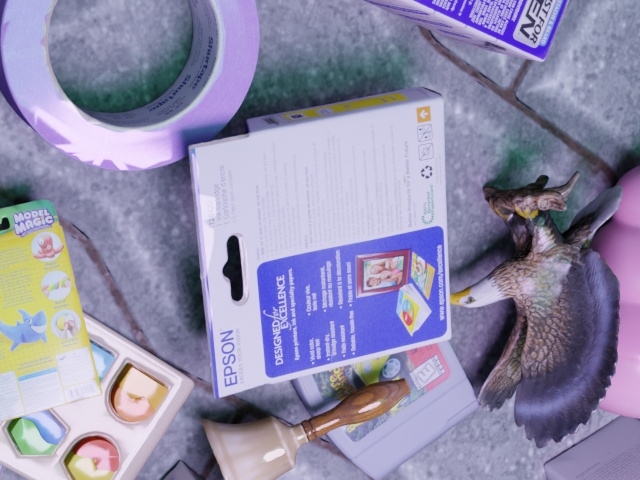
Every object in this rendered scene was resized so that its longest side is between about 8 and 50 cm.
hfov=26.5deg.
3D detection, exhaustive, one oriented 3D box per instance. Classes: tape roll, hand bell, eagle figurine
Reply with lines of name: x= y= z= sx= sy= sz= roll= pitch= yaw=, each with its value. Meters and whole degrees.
tape roll: x=-0.207 y=-0.216 z=1.431 sx=0.275 sy=0.090 sz=0.274 roll=-7 pitch=107 yaw=-22
hand bell: x=-0.007 y=0.220 z=1.607 sx=0.242 sy=0.126 sz=0.126 roll=-23 pitch=114 yaw=-7
eagle figurine: x=0.267 y=0.076 z=1.666 sx=0.226 sy=0.225 sz=0.298 roll=-23 pitch=101 yaw=-54

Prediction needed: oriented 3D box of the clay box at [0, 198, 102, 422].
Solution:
clay box: x=-0.324 y=0.074 z=1.462 sx=0.127 sy=0.053 sz=0.222 roll=-14 pitch=96 yaw=-17

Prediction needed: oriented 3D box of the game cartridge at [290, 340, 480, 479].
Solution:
game cartridge: x=0.062 y=0.151 z=1.682 sx=0.196 sy=0.060 sz=0.294 roll=-33 pitch=116 yaw=-8

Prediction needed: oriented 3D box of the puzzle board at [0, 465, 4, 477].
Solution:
puzzle board: x=-0.396 y=0.229 z=1.520 sx=0.096 sy=0.011 sz=0.128 roll=14 pitch=100 yaw=-28

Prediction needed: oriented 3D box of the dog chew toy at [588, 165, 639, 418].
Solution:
dog chew toy: x=0.426 y=0.057 z=1.743 sx=0.207 sy=0.207 sz=0.331 roll=4 pitch=95 yaw=-25

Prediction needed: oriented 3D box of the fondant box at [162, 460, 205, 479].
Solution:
fondant box: x=-0.054 y=0.430 z=1.605 sx=0.096 sy=0.238 sz=0.330 roll=-46 pitch=118 yaw=-5

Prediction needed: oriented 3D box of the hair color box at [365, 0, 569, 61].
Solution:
hair color box: x=0.086 y=-0.308 z=1.480 sx=0.339 sy=0.185 sz=0.110 roll=20 pitch=95 yaw=-28

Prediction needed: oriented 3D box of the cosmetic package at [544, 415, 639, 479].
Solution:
cosmetic package: x=0.427 y=0.357 z=1.831 sx=0.151 sy=0.184 sz=0.151 roll=-29 pitch=115 yaw=-14

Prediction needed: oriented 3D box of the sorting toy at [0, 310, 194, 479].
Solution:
sorting toy: x=-0.266 y=0.197 z=1.545 sx=0.208 sy=0.038 sz=0.193 roll=36 pitch=83 yaw=-29

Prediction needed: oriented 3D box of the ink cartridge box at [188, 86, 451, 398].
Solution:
ink cartridge box: x=0.000 y=0.000 z=1.542 sx=0.307 sy=0.072 sz=0.303 roll=-11 pitch=113 yaw=-19
